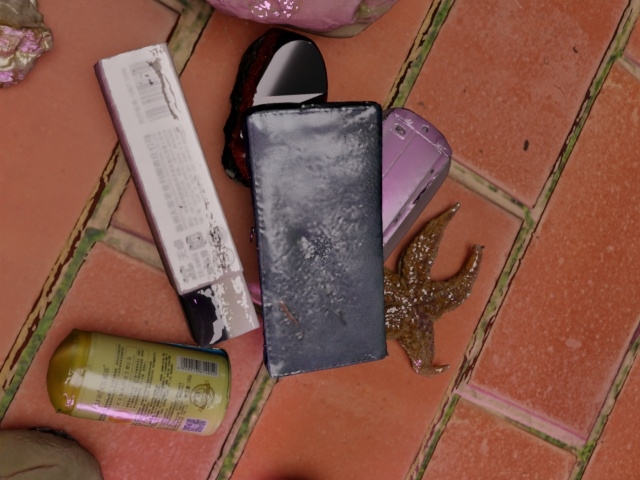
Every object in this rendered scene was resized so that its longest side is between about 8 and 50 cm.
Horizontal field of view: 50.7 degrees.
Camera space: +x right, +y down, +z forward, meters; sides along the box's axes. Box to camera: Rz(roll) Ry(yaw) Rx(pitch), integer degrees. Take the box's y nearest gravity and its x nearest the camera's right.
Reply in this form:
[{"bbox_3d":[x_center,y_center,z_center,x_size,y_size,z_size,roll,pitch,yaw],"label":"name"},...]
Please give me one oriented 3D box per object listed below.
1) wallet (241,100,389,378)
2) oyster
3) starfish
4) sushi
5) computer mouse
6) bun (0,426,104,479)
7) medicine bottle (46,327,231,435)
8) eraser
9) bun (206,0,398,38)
[{"bbox_3d":[0.000,0.000,0.930,0.191,0.046,0.379,-7,106,-15],"label":"wallet"},{"bbox_3d":[-0.414,-0.277,0.839,0.163,0.081,0.191,14,87,-17],"label":"oyster"},{"bbox_3d":[0.131,0.084,1.087,0.302,0.060,0.299,1,98,-20],"label":"starfish"},{"bbox_3d":[-0.064,-0.180,0.956,0.136,0.126,0.225,10,98,-22],"label":"sushi"},{"bbox_3d":[0.072,-0.058,1.032,0.158,0.072,0.310,37,82,-4],"label":"computer mouse"},{"bbox_3d":[-0.401,0.367,0.876,0.239,0.141,0.239,-3,98,-23],"label":"bun"},{"bbox_3d":[-0.249,0.194,0.928,0.239,0.124,0.124,14,91,-20],"label":"medicine bottle"},{"bbox_3d":[-0.194,-0.056,0.933,0.098,0.096,0.404,-21,103,-18],"label":"eraser"},{"bbox_3d":[-0.022,-0.406,0.877,0.362,0.234,0.326,-29,72,-22],"label":"bun"}]
